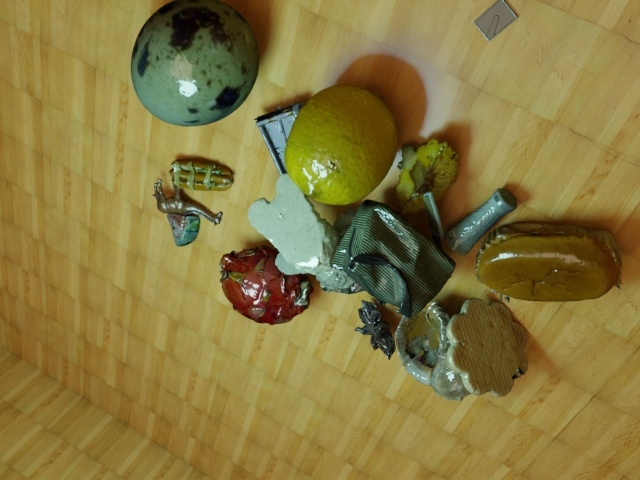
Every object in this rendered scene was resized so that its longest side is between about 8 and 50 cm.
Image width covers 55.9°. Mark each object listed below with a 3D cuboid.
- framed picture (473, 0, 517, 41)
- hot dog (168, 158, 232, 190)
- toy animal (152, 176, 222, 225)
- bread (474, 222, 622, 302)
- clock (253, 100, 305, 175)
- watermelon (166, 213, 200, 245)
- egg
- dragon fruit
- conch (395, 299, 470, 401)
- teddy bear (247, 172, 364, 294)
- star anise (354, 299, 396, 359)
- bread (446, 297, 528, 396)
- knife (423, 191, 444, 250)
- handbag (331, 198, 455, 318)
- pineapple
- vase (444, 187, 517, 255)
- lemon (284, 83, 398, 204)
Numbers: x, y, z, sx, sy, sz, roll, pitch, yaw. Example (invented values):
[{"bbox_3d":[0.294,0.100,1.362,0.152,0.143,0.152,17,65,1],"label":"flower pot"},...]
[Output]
[{"bbox_3d":[0.435,-0.549,1.500,0.066,0.007,0.089,47,130,-6],"label":"framed picture"},{"bbox_3d":[-0.422,-0.227,2.120,0.269,0.072,0.110,9,108,23],"label":"hot dog"},{"bbox_3d":[-0.493,-0.138,2.222,0.224,0.066,0.230,-20,94,6],"label":"toy animal"},{"bbox_3d":[0.620,0.060,1.676,0.388,0.183,0.236,-9,117,32],"label":"bread"},{"bbox_3d":[-0.083,-0.303,1.887,0.186,0.083,0.253,-11,114,32],"label":"clock"},{"bbox_3d":[-0.545,-0.047,2.314,0.139,0.071,0.187,41,130,5],"label":"watermelon"},{"bbox_3d":[-0.370,-0.503,1.749,0.428,0.345,0.345,-32,102,42],"label":"egg"},{"bbox_3d":[-0.191,0.159,2.125,0.342,0.277,0.278,13,125,19],"label":"dragon fruit"},{"bbox_3d":[0.401,0.347,1.977,0.297,0.210,0.353,-3,97,41],"label":"conch"},{"bbox_3d":[0.000,0.000,1.974,0.327,0.362,0.375,-41,70,17],"label":"teddy bear"},{"bbox_3d":[0.193,0.307,2.101,0.230,0.081,0.262,60,164,1],"label":"star anise"},{"bbox_3d":[0.508,0.330,1.852,0.316,0.316,0.054,48,153,-6],"label":"bread"},{"bbox_3d":[0.344,-0.035,1.775,0.061,0.027,0.343,50,170,41],"label":"knife"},{"bbox_3d":[0.207,0.058,1.783,0.340,0.240,0.247,40,174,-20],"label":"handbag"},{"bbox_3d":[0.302,-0.200,1.751,0.164,0.139,0.250,52,126,46],"label":"pineapple"},{"bbox_3d":[0.465,-0.057,1.746,0.096,0.096,0.219,42,127,-1],"label":"vase"},{"bbox_3d":[0.056,-0.264,1.681,0.335,0.336,0.336,14,125,20],"label":"lemon"}]
